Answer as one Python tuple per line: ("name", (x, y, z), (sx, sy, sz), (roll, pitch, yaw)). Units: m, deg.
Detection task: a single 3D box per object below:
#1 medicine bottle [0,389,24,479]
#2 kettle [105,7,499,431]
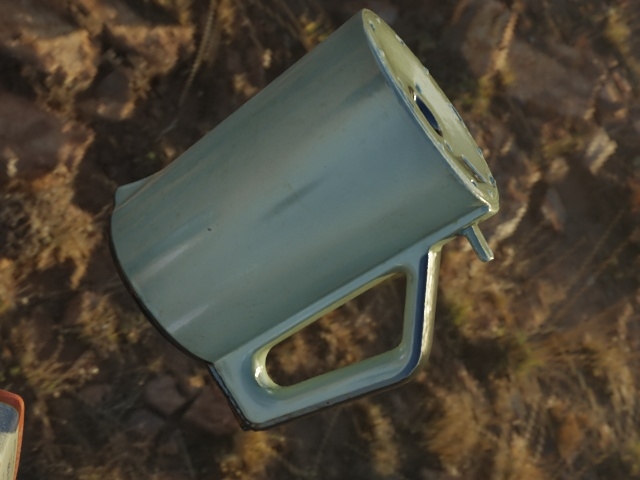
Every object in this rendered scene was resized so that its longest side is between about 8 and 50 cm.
("medicine bottle", (-0.362, 0.246, 1.226), (0.112, 0.149, 0.222), (11, 20, -6))
("kettle", (0.000, 0.000, 1.398), (0.361, 0.377, 0.250), (58, 16, 4))
